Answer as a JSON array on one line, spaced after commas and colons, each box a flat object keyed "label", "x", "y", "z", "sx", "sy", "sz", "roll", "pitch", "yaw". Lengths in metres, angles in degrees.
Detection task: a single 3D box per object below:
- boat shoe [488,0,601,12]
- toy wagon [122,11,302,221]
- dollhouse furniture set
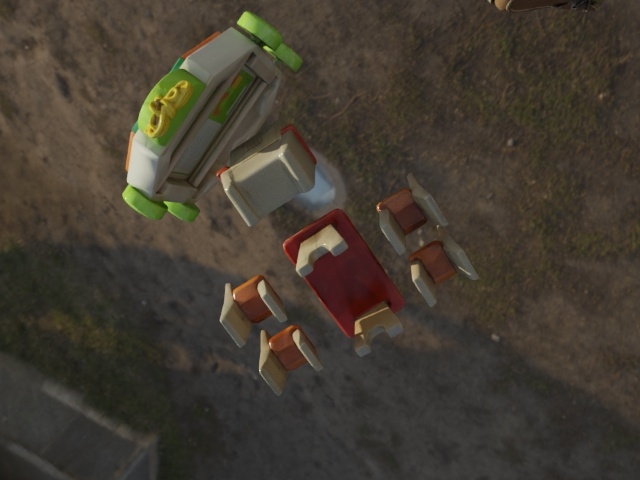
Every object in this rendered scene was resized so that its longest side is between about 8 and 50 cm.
[{"label": "boat shoe", "x": 0.376, "y": -0.387, "z": 1.054, "sx": 0.104, "sy": 0.307, "sz": 0.111, "roll": 55, "pitch": 158, "yaw": 13}, {"label": "toy wagon", "x": -0.141, "y": -0.149, "z": 0.888, "sx": 0.068, "sy": 0.344, "sz": 0.267, "roll": 36, "pitch": 96, "yaw": 8}, {"label": "dollhouse furniture set", "x": 0.000, "y": 0.000, "z": 0.833, "sx": 0.262, "sy": 0.135, "sz": 0.259, "roll": -32, "pitch": 111, "yaw": 8}]
